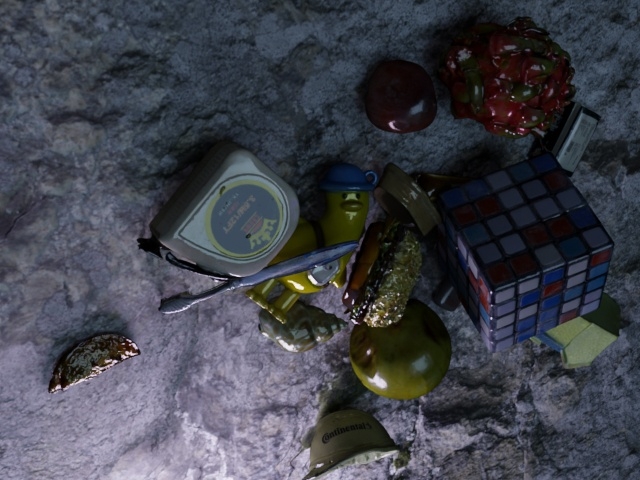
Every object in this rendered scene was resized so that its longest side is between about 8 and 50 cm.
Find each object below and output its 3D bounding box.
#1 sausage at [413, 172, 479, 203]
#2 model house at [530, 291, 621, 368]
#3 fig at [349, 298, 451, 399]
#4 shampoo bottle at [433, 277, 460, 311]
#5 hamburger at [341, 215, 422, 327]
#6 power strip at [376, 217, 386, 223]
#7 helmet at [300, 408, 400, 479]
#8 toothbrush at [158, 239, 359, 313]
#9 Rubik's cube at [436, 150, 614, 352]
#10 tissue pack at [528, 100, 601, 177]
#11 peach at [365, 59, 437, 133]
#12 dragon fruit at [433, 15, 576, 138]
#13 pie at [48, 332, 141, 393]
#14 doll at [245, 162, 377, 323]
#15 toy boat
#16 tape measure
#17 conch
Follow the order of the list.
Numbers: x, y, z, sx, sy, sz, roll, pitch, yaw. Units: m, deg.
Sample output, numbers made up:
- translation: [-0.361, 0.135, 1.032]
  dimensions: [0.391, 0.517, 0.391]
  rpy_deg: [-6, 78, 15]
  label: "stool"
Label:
- translation: [0.342, -0.111, 2.032]
  dimensions: [0.371, 0.082, 0.082]
  rpy_deg: [1, 114, -35]
  label: "sausage"
- translation: [0.677, 0.226, 2.406]
  dimensions: [0.214, 0.195, 0.189]
  rpy_deg: [29, 121, 0]
  label: "model house"
- translation: [0.187, 0.264, 2.027]
  dimensions: [0.239, 0.239, 0.271]
  rpy_deg: [-37, 140, -13]
  label: "fig"
- translation: [0.345, 0.096, 2.174]
  dimensions: [0.080, 0.040, 0.165]
  rpy_deg: [24, 100, -40]
  label: "shampoo bottle"
- translation: [0.136, 0.069, 1.859]
  dimensions: [0.262, 0.138, 0.243]
  rpy_deg: [89, 22, -80]
  label: "hamburger"
- translation: [0.153, -0.033, 1.982]
  dimensions: [0.083, 0.017, 0.027]
  rpy_deg: [6, 109, -39]
  label: "power strip"
- translation: [0.050, 0.481, 2.121]
  dimensions: [0.257, 0.137, 0.204]
  rpy_deg: [-13, 161, -20]
  label: "helmet"
- translation: [-0.121, 0.069, 1.715]
  dimensions: [0.413, 0.042, 0.035]
  rpy_deg: [-17, 117, 3]
  label: "toothbrush"
- translation: [0.443, 0.027, 1.964]
  dimensions: [0.293, 0.292, 0.287]
  rpy_deg: [-20, 145, -4]
  label: "Rubik's cube"
- translation: [0.590, -0.250, 2.121]
  dimensions: [0.103, 0.090, 0.170]
  rpy_deg: [15, 108, -39]
  label: "tissue pack"
- translation: [0.173, -0.282, 1.771]
  dimensions: [0.152, 0.152, 0.152]
  rpy_deg: [-17, 124, -27]
  label: "peach"
- translation: [0.383, -0.339, 1.831]
  dimensions: [0.302, 0.237, 0.231]
  rpy_deg: [26, 89, -22]
  label: "dragon fruit"
- translation: [-0.441, 0.229, 1.698]
  dimensions: [0.191, 0.033, 0.088]
  rpy_deg: [-24, 123, -22]
  label: "pie"
- translation: [0.000, 0.000, 1.806]
  dimensions: [0.199, 0.145, 0.363]
  rpy_deg: [41, 84, -22]
  label: "doll"
- translation: [0.177, -0.088, 1.897]
  dimensions: [0.061, 0.116, 0.188]
  rpy_deg: [-50, 132, -11]
  label: "toy boat"
- translation: [-0.178, -0.028, 1.669]
  dimensions: [0.231, 0.133, 0.271]
  rpy_deg: [42, 85, -29]
  label: "tape measure"
- translation: [-0.049, 0.187, 1.909]
  dimensions: [0.173, 0.106, 0.116]
  rpy_deg: [30, 77, -28]
  label: "conch"
